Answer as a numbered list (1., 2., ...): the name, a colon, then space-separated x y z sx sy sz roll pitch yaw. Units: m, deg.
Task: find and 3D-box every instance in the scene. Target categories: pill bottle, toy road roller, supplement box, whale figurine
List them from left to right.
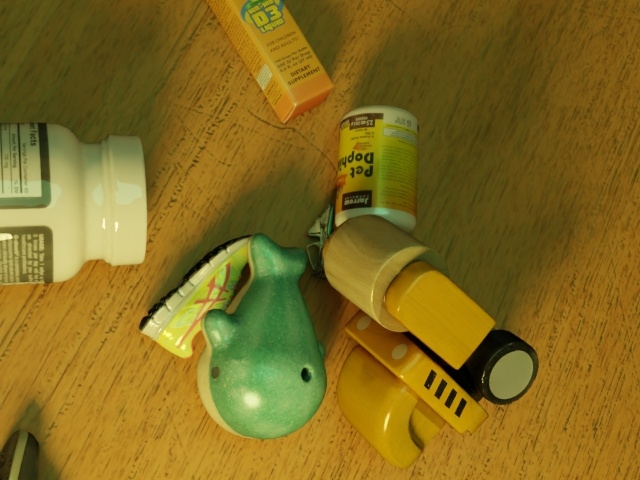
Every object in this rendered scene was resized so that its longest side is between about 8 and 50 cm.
1. pill bottle: -0.412 -0.045 1.454 0.363 0.210 0.210 -2 77 -15
2. supplement box: -0.077 -0.296 1.673 0.078 0.080 0.233 -30 83 -21
3. whale figurine: -0.058 0.128 1.512 0.216 0.141 0.272 24 71 -41
4. pill bottle: 0.081 -0.078 1.637 0.117 0.117 0.214 6 75 -13
5. toy road roller: 0.106 0.148 1.509 0.240 0.202 0.329 -49 124 -4

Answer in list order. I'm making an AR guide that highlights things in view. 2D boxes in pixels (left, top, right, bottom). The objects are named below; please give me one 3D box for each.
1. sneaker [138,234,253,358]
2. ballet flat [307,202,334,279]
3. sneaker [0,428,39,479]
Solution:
1. sneaker: -0.149 0.078 1.568 0.208 0.081 0.094 -45 99 -14
2. ballet flat: 0.000 0.000 1.640 0.041 0.041 0.114 5 74 -13
3. sneaker: -0.359 0.357 1.447 0.118 0.083 0.222 15 65 -30
